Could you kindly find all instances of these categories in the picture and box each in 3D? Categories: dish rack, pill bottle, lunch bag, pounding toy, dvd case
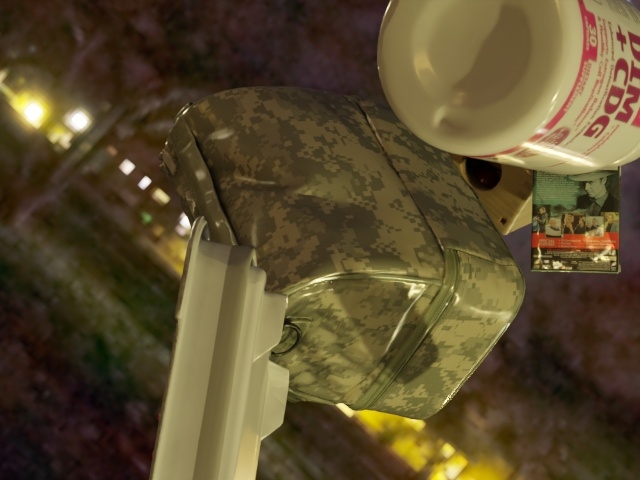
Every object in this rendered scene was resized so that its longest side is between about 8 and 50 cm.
[{"bbox_3d":[-0.073,0.179,0.994,0.072,0.333,0.285,8,-24,1],"label":"dish rack"},{"bbox_3d":[0.179,-0.136,1.116,0.160,0.160,0.283,41,18,26],"label":"pill bottle"},{"bbox_3d":[0.000,0.000,1.308,0.256,0.212,0.305,14,36,-35],"label":"lunch bag"},{"bbox_3d":[0.161,-0.106,1.508,0.206,0.094,0.181,45,40,21],"label":"pounding toy"},{"bbox_3d":[0.251,-0.028,1.374,0.087,0.120,0.013,1,-5,8],"label":"dvd case"}]

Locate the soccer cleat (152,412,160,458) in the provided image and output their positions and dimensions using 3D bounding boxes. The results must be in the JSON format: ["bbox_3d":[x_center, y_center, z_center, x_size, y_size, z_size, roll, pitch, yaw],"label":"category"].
[{"bbox_3d":[-0.163,0.215,1.739,0.248,0.095,0.083,99,-27,-52],"label":"soccer cleat"}]
